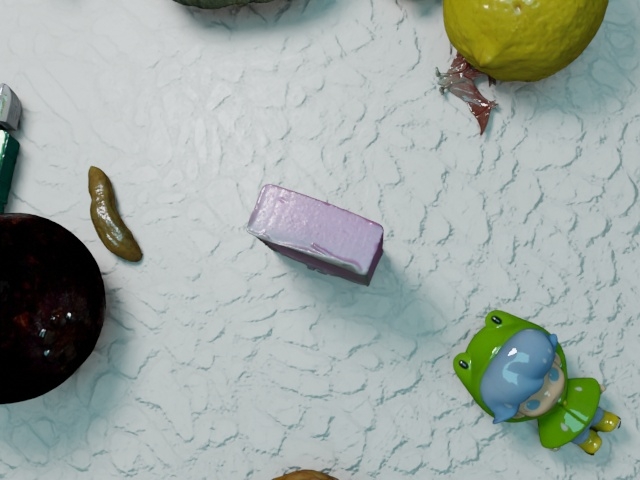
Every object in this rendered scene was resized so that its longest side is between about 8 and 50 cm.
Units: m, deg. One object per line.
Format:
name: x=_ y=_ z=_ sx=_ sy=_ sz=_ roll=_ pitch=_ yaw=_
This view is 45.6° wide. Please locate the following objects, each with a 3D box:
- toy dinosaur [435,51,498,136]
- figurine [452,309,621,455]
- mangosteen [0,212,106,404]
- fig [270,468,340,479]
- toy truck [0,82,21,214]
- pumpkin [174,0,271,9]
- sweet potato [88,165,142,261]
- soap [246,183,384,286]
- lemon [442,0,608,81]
toy dinosaur: x=0.246 y=-0.277 z=1.265 sx=0.108 sy=0.032 sz=0.220 roll=-8 pitch=80 yaw=6
figurine: x=0.327 y=0.223 z=1.152 sx=0.263 sy=0.143 sz=0.162 roll=37 pitch=94 yaw=-9
mangosteen: x=-0.489 y=0.103 z=1.145 sx=0.313 sy=0.297 sz=0.297 roll=-6 pitch=83 yaw=13
fig: x=0.028 y=0.513 z=1.093 sx=0.368 sy=0.286 sz=0.286 roll=32 pitch=86 yaw=-16
toy truck: x=-0.579 y=-0.146 z=1.271 sx=0.124 sy=0.114 sz=0.254 roll=13 pitch=84 yaw=-8
pumpkin: x=-0.135 y=-0.517 z=1.206 sx=0.327 sy=0.257 sz=0.292 roll=4 pitch=96 yaw=7
sweet potato: x=-0.356 y=-0.043 z=1.269 sx=0.054 sy=0.053 sz=0.182 roll=-25 pitch=82 yaw=6
soap: x=0.001 y=-0.002 z=1.134 sx=0.181 sy=0.259 sz=0.081 roll=20 pitch=84 yaw=7
lemon: x=0.313 y=-0.372 z=1.163 sx=0.267 sy=0.267 sz=0.268 roll=0 pitch=83 yaw=4
